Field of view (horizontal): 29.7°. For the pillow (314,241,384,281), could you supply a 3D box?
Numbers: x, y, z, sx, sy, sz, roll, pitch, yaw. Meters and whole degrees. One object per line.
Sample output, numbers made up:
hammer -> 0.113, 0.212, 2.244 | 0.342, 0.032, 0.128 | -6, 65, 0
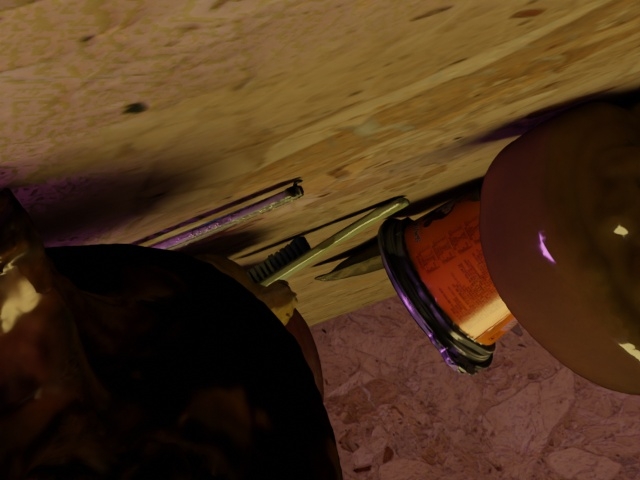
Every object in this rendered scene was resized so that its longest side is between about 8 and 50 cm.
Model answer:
pillow -> 0.088, 0.013, 1.475 | 0.130, 0.033, 0.217 | -14, 173, -33

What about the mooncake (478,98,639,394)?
mooncake -> 0.240, 0.004, 0.912 | 0.235, 0.235, 0.117 | -15, 174, -37

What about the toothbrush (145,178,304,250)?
toothbrush -> -0.138, 0.018, 0.828 | 0.294, 0.028, 0.026 | -26, 174, 20

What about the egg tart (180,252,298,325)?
egg tart -> -0.149, 0.073, 0.999 | 0.279, 0.095, 0.279 | -19, 180, 0

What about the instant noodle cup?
instant noodle cup -> 0.158, 0.021, 1.199 | 0.125, 0.208, 0.177 | -37, 142, 22

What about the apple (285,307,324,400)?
apple -> -0.139, 0.177, 1.281 | 0.305, 0.235, 0.306 | -20, 175, -2

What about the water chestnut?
water chestnut -> -0.144, 0.122, 0.592 | 0.335, 0.335, 0.347 | -16, 144, -24

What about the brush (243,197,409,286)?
brush -> 0.000, 0.000, 1.109 | 0.178, 0.030, 0.033 | -32, 163, 19
